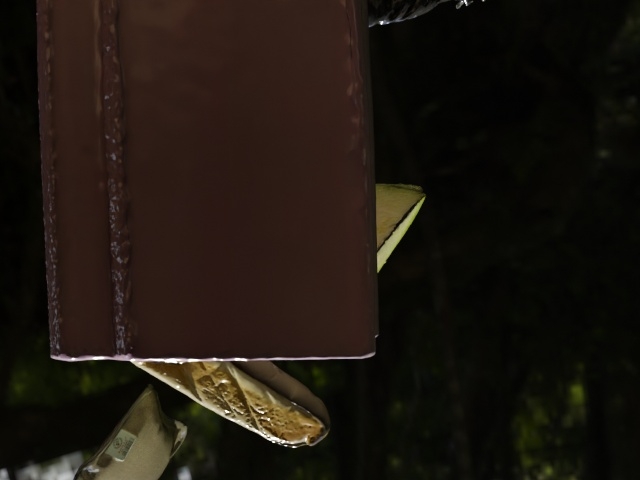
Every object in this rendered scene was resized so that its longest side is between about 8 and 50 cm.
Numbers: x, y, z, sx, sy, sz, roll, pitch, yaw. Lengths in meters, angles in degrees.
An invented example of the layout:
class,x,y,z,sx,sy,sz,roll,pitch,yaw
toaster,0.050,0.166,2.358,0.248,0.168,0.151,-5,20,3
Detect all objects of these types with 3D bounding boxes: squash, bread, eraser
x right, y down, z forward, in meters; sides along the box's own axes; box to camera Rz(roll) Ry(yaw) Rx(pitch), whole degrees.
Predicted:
class,x,y,z,sx,sy,sz,roll,pitch,yaw
squash,0.010,0.020,1.886,0.184,0.085,0.192,5,-143,38
bread,-0.082,0.119,1.596,0.073,0.214,0.053,-47,-159,33
eraser,-0.089,-0.085,1.450,0.272,0.359,0.122,0,-173,6

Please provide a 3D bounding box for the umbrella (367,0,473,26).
class,x,y,z,sx,sy,sz,roll,pitch,yaw
umbrella,0.151,-0.344,2.289,0.106,0.113,0.358,-35,176,40

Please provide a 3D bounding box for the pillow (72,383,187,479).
class,x,y,z,sx,sy,sz,roll,pitch,yaw
pillow,-0.184,0.214,1.719,0.033,0.217,0.130,35,-101,15
